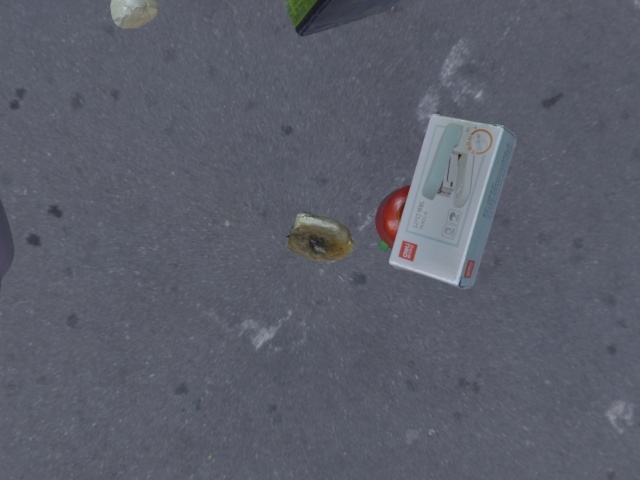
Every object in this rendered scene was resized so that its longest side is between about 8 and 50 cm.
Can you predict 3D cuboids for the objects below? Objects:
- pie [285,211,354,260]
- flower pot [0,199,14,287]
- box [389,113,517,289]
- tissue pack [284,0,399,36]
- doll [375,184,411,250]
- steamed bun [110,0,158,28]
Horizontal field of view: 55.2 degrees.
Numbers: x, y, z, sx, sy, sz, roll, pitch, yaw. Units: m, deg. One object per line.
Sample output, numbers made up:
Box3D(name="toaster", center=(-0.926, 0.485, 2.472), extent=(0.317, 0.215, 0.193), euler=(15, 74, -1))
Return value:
Box3D(name="pie", center=(0.001, -0.003, 1.653), extent=(0.185, 0.218, 0.052), euler=(15, 59, -3))
Box3D(name="flower pot", center=(-0.461, -0.016, 0.642), extent=(0.264, 0.243, 0.265), euler=(2, 70, -5))
Box3D(name="box", center=(0.218, -0.063, 1.007), extent=(0.135, 0.079, 0.270), euler=(19, 96, 34))
Box3D(name="tissue pack", center=(0.117, -0.595, 1.303), extent=(0.288, 0.394, 0.124), euler=(-25, 93, -25))
Box3D(name="doll", center=(0.234, -0.061, 1.589), extent=(0.182, 0.363, 0.160), euler=(-37, 91, -7))
Box3D(name="steamed bun", center=(-0.487, -0.613, 1.596), extent=(0.112, 0.130, 0.091), euler=(-22, 93, -40))
